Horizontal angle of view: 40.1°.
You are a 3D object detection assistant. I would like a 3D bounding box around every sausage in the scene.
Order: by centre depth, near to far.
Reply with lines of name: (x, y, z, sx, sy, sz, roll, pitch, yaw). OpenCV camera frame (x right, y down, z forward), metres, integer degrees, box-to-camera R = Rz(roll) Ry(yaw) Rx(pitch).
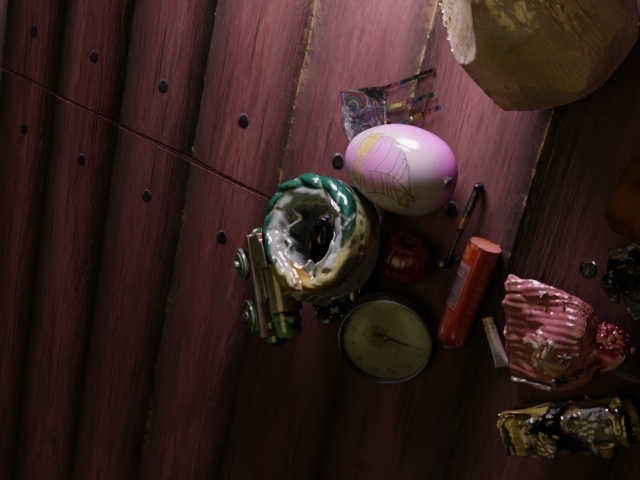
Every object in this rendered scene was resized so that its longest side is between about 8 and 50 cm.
sausage: (0.313, 0.127, 1.901, 0.074, 0.074, 0.274, 31, 116, 33)

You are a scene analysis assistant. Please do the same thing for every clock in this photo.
clock: (0.148, 0.227, 2.007, 0.226, 0.049, 0.226, 5, 113, 12)

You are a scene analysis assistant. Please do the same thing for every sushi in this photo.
sushi: (0.498, 0.388, 1.754, 0.291, 0.131, 0.139, -15, 86, 33)

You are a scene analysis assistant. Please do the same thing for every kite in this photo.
kite: (0.154, -0.305, 1.999, 0.285, 0.015, 0.152, -16, 87, 41)

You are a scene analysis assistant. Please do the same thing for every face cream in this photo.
face cream: (0.377, 0.220, 1.896, 0.038, 0.020, 0.115, -20, 86, 40)

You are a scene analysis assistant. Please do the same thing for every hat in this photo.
hat: (0.481, 0.201, 1.747, 0.286, 0.107, 0.236, 10, 114, 44)

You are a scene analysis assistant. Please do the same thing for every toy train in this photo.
toy train: (-0.110, 0.113, 2.177, 0.221, 0.150, 0.304, 169, 91, -66)

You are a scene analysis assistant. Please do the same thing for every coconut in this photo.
coconut: (0.396, -0.401, 1.569, 0.346, 0.360, 0.346, -30, 40, 29)

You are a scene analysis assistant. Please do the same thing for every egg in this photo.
egg: (0.168, -0.158, 1.894, 0.271, 0.196, 0.196, 28, 115, 28)

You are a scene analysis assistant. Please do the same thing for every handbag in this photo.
handbag: (0.049, 0.066, 2.090, 0.162, 0.113, 0.260, 2, 96, 31)

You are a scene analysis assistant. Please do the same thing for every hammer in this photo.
hammer: (0.308, -0.031, 1.892, 0.021, 0.078, 0.201, 28, 104, 32)

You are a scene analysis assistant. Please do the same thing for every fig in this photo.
fig: (0.181, 0.046, 1.971, 0.150, 0.128, 0.128, -34, 75, 44)

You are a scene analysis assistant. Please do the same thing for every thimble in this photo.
thimble: (0.000, 0.000, 1.961, 0.254, 0.167, 0.288, -2, 77, 34)

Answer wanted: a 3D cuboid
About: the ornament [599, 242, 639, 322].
ornament: (0.570, 0.082, 1.594, 0.166, 0.196, 0.153, -21, 83, 42)

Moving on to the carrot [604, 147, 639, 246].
carrot: (0.660, -0.045, 1.430, 0.341, 0.241, 0.241, 37, 122, 54)
